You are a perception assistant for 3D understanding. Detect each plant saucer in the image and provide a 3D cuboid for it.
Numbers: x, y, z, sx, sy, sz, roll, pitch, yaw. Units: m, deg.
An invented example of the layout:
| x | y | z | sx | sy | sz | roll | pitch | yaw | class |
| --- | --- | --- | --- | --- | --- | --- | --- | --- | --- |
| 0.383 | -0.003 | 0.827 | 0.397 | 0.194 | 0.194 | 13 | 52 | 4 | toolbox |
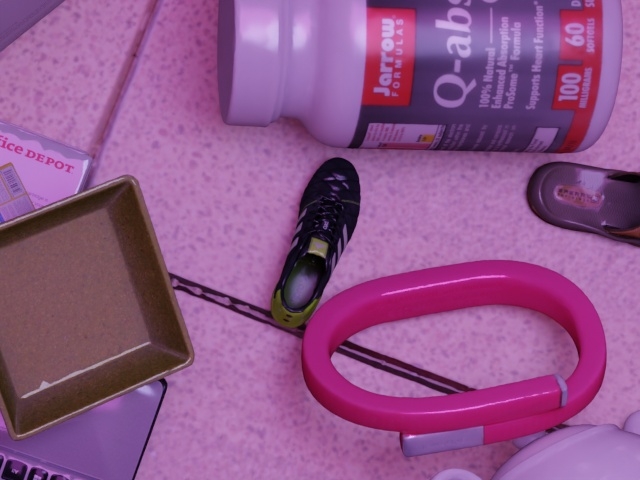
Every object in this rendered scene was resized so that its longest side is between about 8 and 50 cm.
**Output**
| x | y | z | sx | sy | sz | roll | pitch | yaw | class |
| --- | --- | --- | --- | --- | --- | --- | --- | --- | --- |
| -0.228 | 0.057 | 1.700 | 0.188 | 0.045 | 0.188 | -23 | 104 | -23 | plant saucer |

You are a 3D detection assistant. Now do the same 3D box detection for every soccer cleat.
| x | y | z | sx | sy | sz | roll | pitch | yaw | class |
| --- | --- | --- | --- | --- | --- | --- | --- | --- | --- |
| 0.000 | 0.000 | 1.836 | 0.060 | 0.072 | 0.179 | 21 | 77 | -5 | soccer cleat |

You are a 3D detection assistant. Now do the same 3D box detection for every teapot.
| x | y | z | sx | sy | sz | roll | pitch | yaw | class |
| --- | --- | --- | --- | --- | --- | --- | --- | --- | --- |
| 0.232 | 0.254 | 1.752 | 0.252 | 0.256 | 0.187 | -31 | 70 | 1 | teapot |

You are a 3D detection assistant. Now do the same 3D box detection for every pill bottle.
| x | y | z | sx | sy | sz | roll | pitch | yaw | class |
| --- | --- | --- | --- | --- | --- | --- | --- | --- | --- |
| 0.089 | -0.190 | 1.818 | 0.363 | 0.210 | 0.210 | 0 | 79 | -9 | pill bottle |

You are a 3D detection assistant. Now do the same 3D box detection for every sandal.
| x | y | z | sx | sy | sz | roll | pitch | yaw | class |
| --- | --- | --- | --- | --- | --- | --- | --- | --- | --- |
| 0.319 | -0.042 | 1.903 | 0.219 | 0.060 | 0.090 | 11 | 78 | -7 | sandal |

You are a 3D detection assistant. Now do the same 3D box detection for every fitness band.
| x | y | z | sx | sy | sz | roll | pitch | yaw | class |
| --- | --- | --- | --- | --- | --- | --- | --- | --- | --- |
| 0.126 | 0.103 | 1.788 | 0.291 | 0.054 | 0.209 | -9 | 41 | -10 | fitness band |

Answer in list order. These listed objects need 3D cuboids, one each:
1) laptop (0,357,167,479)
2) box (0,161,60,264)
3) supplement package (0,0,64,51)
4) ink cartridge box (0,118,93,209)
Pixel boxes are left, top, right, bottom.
| x | y | z | sx | sy | sz | roll | pitch | yaw | class |
| --- | --- | --- | --- | --- | --- | --- | --- | --- | --- |
| -0.376 | 0.260 | 1.633 | 0.382 | 0.236 | 0.408 | 20 | 90 | -6 | laptop |
| -0.338 | 0.014 | 1.711 | 0.179 | 0.043 | 0.105 | -26 | 86 | -21 | box |
| -0.317 | -0.300 | 1.729 | 0.175 | 0.293 | 0.177 | -41 | 89 | -14 | supplement package |
| -0.303 | -0.016 | 1.789 | 0.127 | 0.072 | 0.175 | 21 | 76 | -6 | ink cartridge box |
